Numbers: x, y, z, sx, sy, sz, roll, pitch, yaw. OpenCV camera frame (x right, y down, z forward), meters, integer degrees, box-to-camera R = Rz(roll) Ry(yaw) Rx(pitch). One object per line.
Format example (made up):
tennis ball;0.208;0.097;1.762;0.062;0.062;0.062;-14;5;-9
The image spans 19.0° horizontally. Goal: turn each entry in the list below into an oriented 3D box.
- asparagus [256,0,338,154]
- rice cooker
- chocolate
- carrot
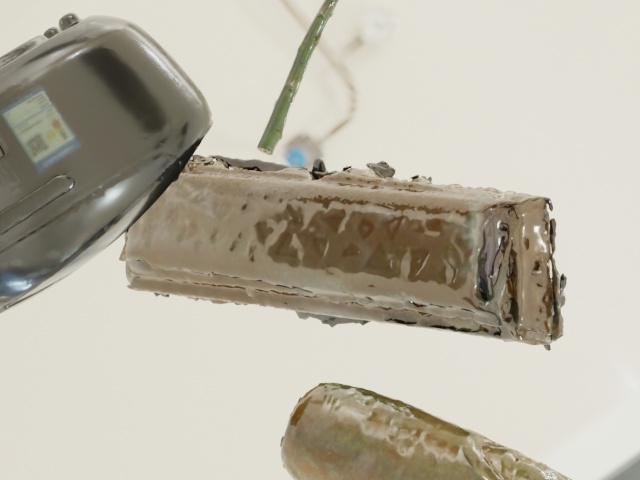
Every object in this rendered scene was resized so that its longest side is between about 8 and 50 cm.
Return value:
asparagus;-0.006;-0.133;1.310;0.016;0.162;0.016;26;-6;-9
rice cooker;-0.157;-0.038;1.022;0.118;0.203;0.142;58;-20;-8
chocolate;-0.004;0.004;1.111;0.065;0.329;0.102;-10;103;-47
carrot;0.139;0.162;0.955;0.342;0.070;0.070;27;10;5
